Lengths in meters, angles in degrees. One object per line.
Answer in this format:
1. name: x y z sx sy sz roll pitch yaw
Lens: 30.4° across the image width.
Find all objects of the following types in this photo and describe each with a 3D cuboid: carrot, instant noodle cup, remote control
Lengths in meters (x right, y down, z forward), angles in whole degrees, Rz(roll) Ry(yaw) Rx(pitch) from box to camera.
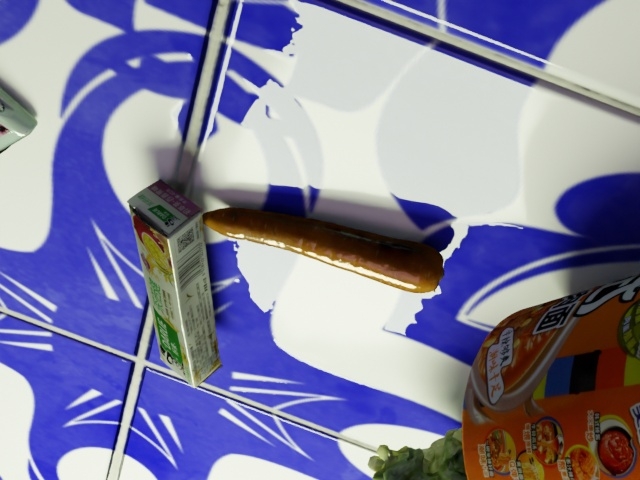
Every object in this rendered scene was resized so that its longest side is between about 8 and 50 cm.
1. carrot: 0.000 0.000 0.872 0.190 0.037 0.037 16 142 11
2. instant noodle cup: 0.230 0.127 0.774 0.250 0.250 0.192 43 145 -26
3. remote control: -0.289 -0.074 0.907 0.166 0.029 0.065 -21 126 39

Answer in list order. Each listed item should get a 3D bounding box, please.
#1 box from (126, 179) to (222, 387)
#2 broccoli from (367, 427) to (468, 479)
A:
1. box: -0.115 0.040 0.946 0.050 0.041 0.207 34 149 26
2. broccoli: 0.154 0.306 1.007 0.348 0.293 0.281 41 176 -9
